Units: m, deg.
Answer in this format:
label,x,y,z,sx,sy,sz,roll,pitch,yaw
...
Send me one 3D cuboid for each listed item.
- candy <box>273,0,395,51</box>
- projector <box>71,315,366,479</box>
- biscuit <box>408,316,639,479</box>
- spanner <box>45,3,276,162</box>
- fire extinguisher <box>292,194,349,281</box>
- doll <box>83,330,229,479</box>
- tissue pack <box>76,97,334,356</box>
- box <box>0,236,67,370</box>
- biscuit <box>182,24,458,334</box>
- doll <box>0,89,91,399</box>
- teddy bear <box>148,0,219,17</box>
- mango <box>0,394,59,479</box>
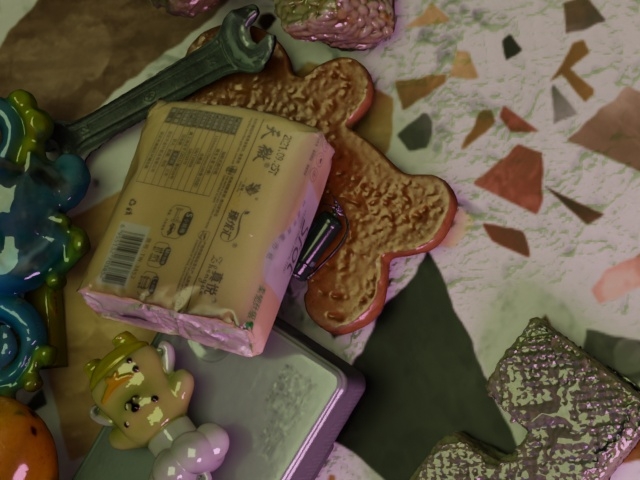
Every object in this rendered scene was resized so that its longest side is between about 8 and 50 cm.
label,x,y,z,sx,sy,sz,roll,pitch,yaw
candy,0.014,-0.223,1.772,0.095,0.110,0.085,-10,82,34
projector,-0.095,0.190,1.770,0.192,0.099,0.257,32,95,20
biscuit,0.178,0.203,1.701,0.147,0.046,0.250,40,98,18
spanner,-0.162,-0.141,1.830,0.302,0.017,0.071,-28,75,29
fire extinguisher,0.000,0.000,1.743,0.038,0.025,0.083,33,96,-18
doll,-0.149,0.161,1.707,0.106,0.062,0.162,-44,73,15
tissue pack,-0.102,-0.018,1.718,0.186,0.090,0.222,11,65,19
box,-0.395,0.068,1.914,0.278,0.041,0.153,-8,82,18
biscuit,-0.015,-0.080,1.794,0.324,0.049,0.205,45,99,17
doll,-0.377,0.010,1.853,0.341,0.099,0.346,-27,88,3
teddy bear,-0.070,-0.360,1.770,0.267,0.156,0.256,-23,39,13
mango,-0.345,0.259,1.779,0.191,0.160,0.290,33,117,12
